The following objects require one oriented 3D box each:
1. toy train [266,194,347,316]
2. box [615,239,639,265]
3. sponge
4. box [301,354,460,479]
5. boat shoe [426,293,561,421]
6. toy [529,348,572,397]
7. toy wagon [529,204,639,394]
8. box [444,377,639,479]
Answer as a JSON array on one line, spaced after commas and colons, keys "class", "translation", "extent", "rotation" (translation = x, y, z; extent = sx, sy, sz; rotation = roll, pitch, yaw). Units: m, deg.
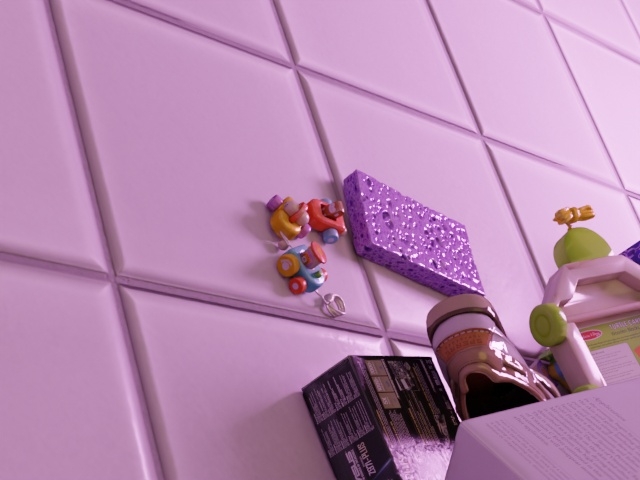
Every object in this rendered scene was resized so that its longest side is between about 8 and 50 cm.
[{"class": "toy train", "translation": [0.000, 0.000, 1.620], "extent": [0.125, 0.046, 0.166], "rotation": [27, 39, -34]}, {"class": "box", "translation": [0.527, 0.100, 2.068], "extent": [0.103, 0.184, 0.261], "rotation": [31, 37, -25]}, {"class": "sponge", "translation": [0.118, -0.002, 1.788], "extent": [0.210, 0.031, 0.117], "rotation": [24, 41, -37]}, {"class": "box", "translation": [0.082, 0.216, 1.481], "extent": [0.147, 0.077, 0.180], "rotation": [5, 54, -50]}, {"class": "boat shoe", "translation": [0.203, 0.189, 1.588], "extent": [0.302, 0.113, 0.103], "rotation": [50, 21, -40]}, {"class": "toy", "translation": [0.372, 0.234, 1.857], "extent": [0.237, 0.056, 0.137], "rotation": [53, 33, 2]}, {"class": "toy wagon", "translation": [0.394, 0.112, 1.865], "extent": [0.267, 0.068, 0.344], "rotation": [-8, 62, -34]}, {"class": "box", "translation": [0.293, 0.280, 1.428], "extent": [0.345, 0.215, 0.168], "rotation": [-7, 33, -35]}]
